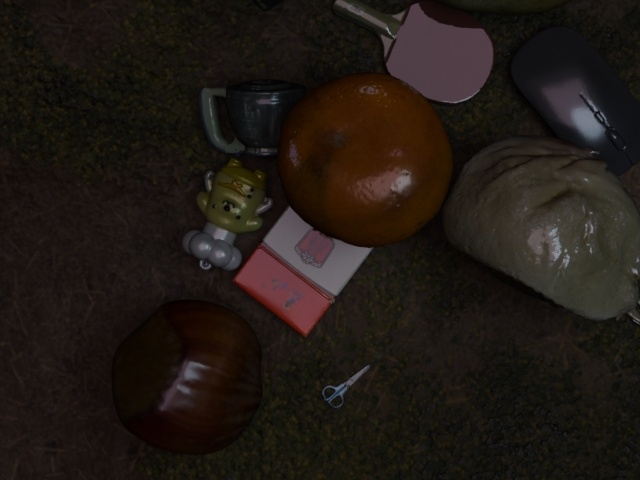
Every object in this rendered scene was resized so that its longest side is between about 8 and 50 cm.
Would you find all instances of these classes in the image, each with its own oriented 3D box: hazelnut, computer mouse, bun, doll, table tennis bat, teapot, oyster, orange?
[{"bbox_3d":[-0.185,0.188,1.527,0.186,0.210,0.210,2,91,25],"label":"hazelnut"},{"bbox_3d":[0.367,-0.194,1.563,0.120,0.057,0.232,-38,89,2],"label":"computer mouse"},{"bbox_3d":[0.298,-0.030,1.463,0.281,0.281,0.205,27,90,1],"label":"bun"},{"bbox_3d":[-0.132,-0.033,1.572,0.106,0.062,0.162,24,92,5],"label":"doll"},{"bbox_3d":[0.131,-0.287,1.588,0.246,0.022,0.138,27,90,-1],"label":"table tennis bat"},{"bbox_3d":[-0.094,-0.167,1.549,0.149,0.111,0.108,-2,104,-4],"label":"teapot"},{"bbox_3d":[0.462,0.090,1.560,0.038,0.080,0.083,-52,124,-21],"label":"oyster"},{"bbox_3d":[0.059,-0.103,1.473,0.240,0.171,0.240,-4,72,12],"label":"orange"}]

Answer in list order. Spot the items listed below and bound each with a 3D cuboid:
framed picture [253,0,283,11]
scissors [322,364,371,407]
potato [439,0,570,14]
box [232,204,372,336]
[{"bbox_3d":[-0.113,-0.482,1.503,0.347,0.016,0.265,47,47,0],"label":"framed picture"},{"bbox_3d":[0.040,0.205,1.597,0.083,0.006,0.036,-41,88,1],"label":"scissors"},{"bbox_3d":[0.254,-0.390,1.514,0.251,0.159,0.174,-11,100,9],"label":"potato"},{"bbox_3d":[0.000,0.000,1.583,0.139,0.035,0.245,38,90,0],"label":"box"}]
